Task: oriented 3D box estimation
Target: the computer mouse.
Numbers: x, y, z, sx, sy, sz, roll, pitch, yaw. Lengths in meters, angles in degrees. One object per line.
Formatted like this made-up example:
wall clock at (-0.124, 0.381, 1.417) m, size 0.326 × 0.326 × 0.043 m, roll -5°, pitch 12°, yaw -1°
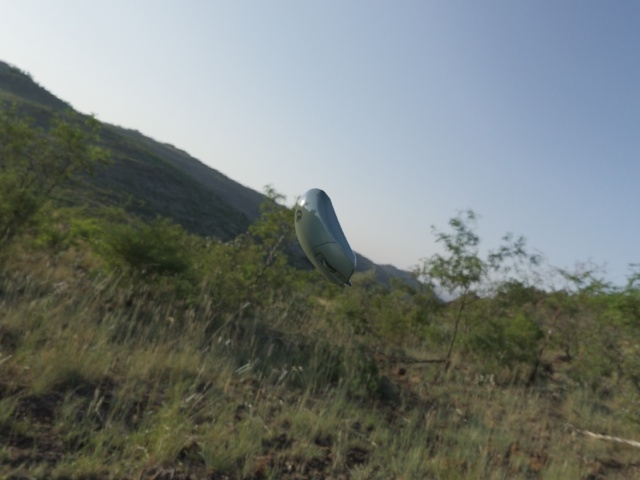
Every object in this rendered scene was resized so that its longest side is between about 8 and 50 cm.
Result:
computer mouse at (0.000, 0.000, 0.498) m, size 0.032 × 0.110 × 0.056 m, roll -16°, pitch -15°, yaw -36°
